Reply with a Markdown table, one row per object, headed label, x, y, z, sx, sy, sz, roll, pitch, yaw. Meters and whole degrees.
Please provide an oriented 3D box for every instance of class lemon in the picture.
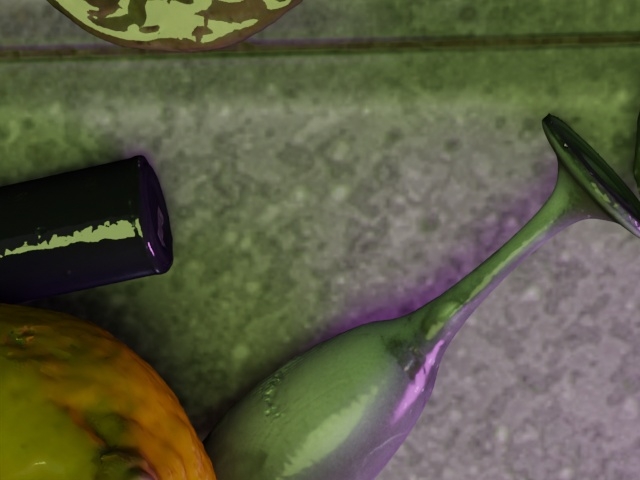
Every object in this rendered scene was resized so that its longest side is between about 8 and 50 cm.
| label | x | y | z | sx | sy | sz | roll | pitch | yaw |
| --- | --- | --- | --- | --- | --- | --- | --- | --- | --- |
| lemon | -0.190 | 0.165 | 1.006 | 0.322 | 0.268 | 0.268 | -10 | 112 | 36 |

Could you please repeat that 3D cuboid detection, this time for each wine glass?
| label | x | y | z | sx | sy | sz | roll | pitch | yaw |
| --- | --- | --- | --- | --- | --- | --- | --- | --- | --- |
| wine glass | 0.000 | 0.000 | 1.069 | 0.309 | 0.096 | 0.264 | -43 | 84 | 15 |

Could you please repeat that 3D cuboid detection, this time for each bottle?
| label | x | y | z | sx | sy | sz | roll | pitch | yaw |
| --- | --- | --- | --- | --- | --- | --- | --- | --- | --- |
| bottle | -0.214 | 0.007 | 1.058 | 0.244 | 0.072 | 0.082 | -13 | 125 | 6 |

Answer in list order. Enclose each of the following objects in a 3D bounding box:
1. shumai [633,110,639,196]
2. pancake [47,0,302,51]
| label | x | y | z | sx | sy | sz | roll | pitch | yaw |
| --- | --- | --- | --- | --- | --- | --- | --- | --- | --- |
| shumai | 0.345 | -0.040 | 0.928 | 0.304 | 0.263 | 0.309 | 36 | 107 | -8 |
| pancake | -0.075 | -0.227 | 0.987 | 0.242 | 0.050 | 0.242 | -1 | 104 | -3 |
